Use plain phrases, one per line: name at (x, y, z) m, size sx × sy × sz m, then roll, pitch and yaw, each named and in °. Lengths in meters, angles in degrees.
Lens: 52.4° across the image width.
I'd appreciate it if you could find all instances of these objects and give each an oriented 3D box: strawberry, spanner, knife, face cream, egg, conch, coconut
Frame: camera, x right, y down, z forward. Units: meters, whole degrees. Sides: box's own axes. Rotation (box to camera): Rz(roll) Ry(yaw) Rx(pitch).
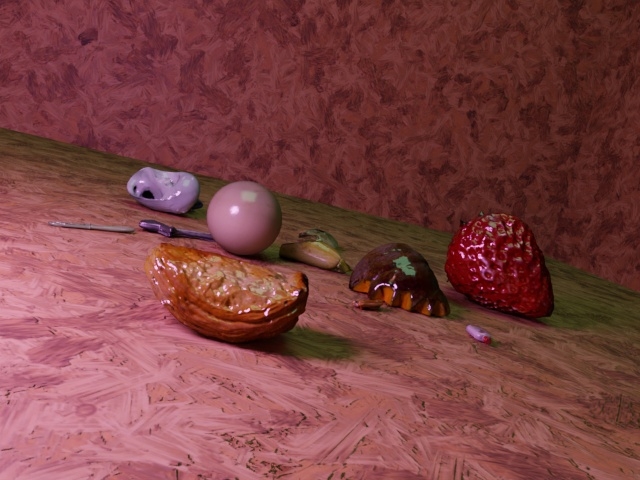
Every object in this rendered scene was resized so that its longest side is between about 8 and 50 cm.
strawberry at (0.504, 0.056, 1.802) m, size 0.309 × 0.292 × 0.291 m, roll 11°, pitch 6°, yaw 21°
spanner at (-0.319, -0.015, 1.699) m, size 0.325 × 0.026 × 0.093 m, roll 11°, pitch 8°, yaw -37°
knife at (-0.519, -0.032, 1.486) m, size 0.207 × 0.014 × 0.030 m, roll 5°, pitch 14°, yaw -46°
face cream at (0.344, 0.203, 1.395) m, size 0.040 × 0.021 × 0.083 m, roll 12°, pitch 9°, yaw -12°
egg at (-0.187, -0.056, 1.627) m, size 0.185 × 0.186 × 0.241 m, roll 16°, pitch 2°, yaw 7°
conch at (-0.475, -0.147, 1.971) m, size 0.221 × 0.121 × 0.185 m, roll 12°, pitch 19°, yaw 17°
coconut at (-0.001, -0.005, 2.078) m, size 0.133 × 0.055 × 0.158 m, roll 5°, pitch 14°, yaw -44°

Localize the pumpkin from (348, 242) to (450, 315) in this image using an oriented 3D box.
pumpkin at (0.209, 0.085, 1.536) m, size 0.253 × 0.149 × 0.130 m, roll 15°, pitch 0°, yaw -5°

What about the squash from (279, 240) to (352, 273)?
squash at (-0.004, 0.034, 1.733) m, size 0.200 × 0.075 × 0.090 m, roll 17°, pitch -18°, yaw 4°

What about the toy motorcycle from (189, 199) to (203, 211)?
toy motorcycle at (-0.489, -0.143, 2.114) m, size 0.204 × 0.076 × 0.114 m, roll 16°, pitch 1°, yaw 2°

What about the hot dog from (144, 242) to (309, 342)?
hot dog at (-0.152, 0.085, 1.016) m, size 0.258 × 0.114 × 0.175 m, roll 12°, pitch 13°, yaw -5°

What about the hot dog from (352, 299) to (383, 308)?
hot dog at (0.104, 0.139, 1.411) m, size 0.083 × 0.021 × 0.037 m, roll 4°, pitch -8°, yaw -40°
